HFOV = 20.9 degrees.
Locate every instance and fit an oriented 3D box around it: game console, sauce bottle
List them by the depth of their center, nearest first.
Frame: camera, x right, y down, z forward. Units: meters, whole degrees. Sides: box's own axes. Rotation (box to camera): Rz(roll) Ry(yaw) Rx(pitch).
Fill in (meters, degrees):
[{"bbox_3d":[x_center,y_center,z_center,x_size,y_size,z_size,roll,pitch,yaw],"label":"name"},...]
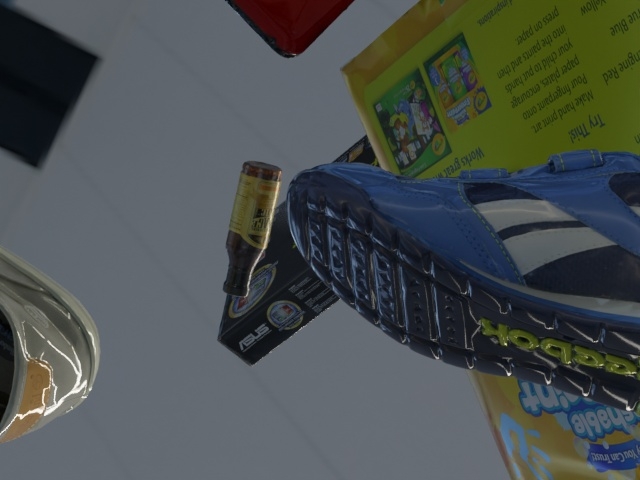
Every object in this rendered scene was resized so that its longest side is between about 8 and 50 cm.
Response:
[{"bbox_3d":[-0.049,-0.184,1.114,0.124,0.144,0.085,-49,-174,-33],"label":"game console"},{"bbox_3d":[-0.067,-0.010,1.652,0.042,0.042,0.128,27,-70,53],"label":"sauce bottle"}]

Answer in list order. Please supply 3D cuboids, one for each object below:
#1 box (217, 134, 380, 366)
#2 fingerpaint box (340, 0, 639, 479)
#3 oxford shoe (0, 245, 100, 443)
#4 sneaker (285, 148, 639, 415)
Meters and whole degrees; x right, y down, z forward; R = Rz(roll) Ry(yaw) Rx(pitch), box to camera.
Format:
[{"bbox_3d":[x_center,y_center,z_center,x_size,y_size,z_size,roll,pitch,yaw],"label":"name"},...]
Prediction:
[{"bbox_3d":[0.000,0.000,2.066,0.270,0.060,0.216,-38,-157,27],"label":"box"},{"bbox_3d":[0.226,-0.038,1.142,0.371,0.163,0.445,67,-24,6],"label":"fingerpaint box"},{"bbox_3d":[-0.381,0.015,1.328,0.169,0.449,0.130,-61,179,25],"label":"oxford shoe"},{"bbox_3d":[0.061,0.004,0.478,0.144,0.053,0.059,18,-123,14],"label":"sneaker"}]
